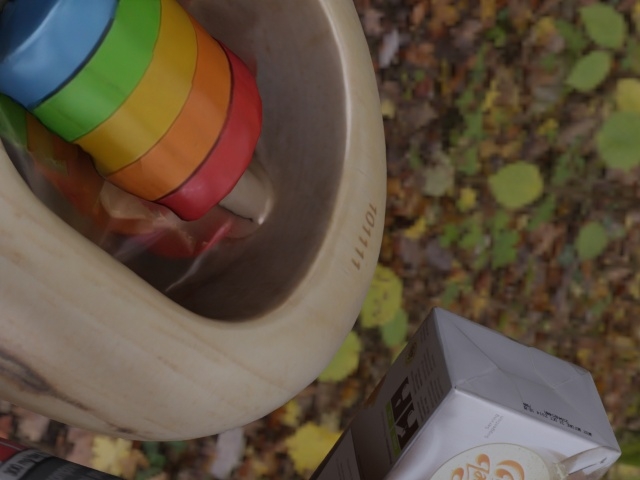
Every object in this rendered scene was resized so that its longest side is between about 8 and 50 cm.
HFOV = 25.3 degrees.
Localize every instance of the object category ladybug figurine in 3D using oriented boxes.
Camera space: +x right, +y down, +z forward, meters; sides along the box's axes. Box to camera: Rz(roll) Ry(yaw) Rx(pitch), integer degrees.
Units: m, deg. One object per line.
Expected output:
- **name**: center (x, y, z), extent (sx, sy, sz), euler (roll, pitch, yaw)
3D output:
- **ladybug figurine**: center (-0.126, -0.078, 0.657), extent (0.449, 0.162, 0.305), euler (46, 55, -47)

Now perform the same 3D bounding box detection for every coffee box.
- **coffee box**: center (0.079, 0.185, 1.019), extent (0.141, 0.098, 0.246), euler (24, 117, -20)

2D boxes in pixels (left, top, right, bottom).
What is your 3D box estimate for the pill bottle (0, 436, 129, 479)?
- **pill bottle**: center (-0.126, 0.152, 0.388), extent (0.210, 0.363, 0.210), euler (18, 90, -86)
